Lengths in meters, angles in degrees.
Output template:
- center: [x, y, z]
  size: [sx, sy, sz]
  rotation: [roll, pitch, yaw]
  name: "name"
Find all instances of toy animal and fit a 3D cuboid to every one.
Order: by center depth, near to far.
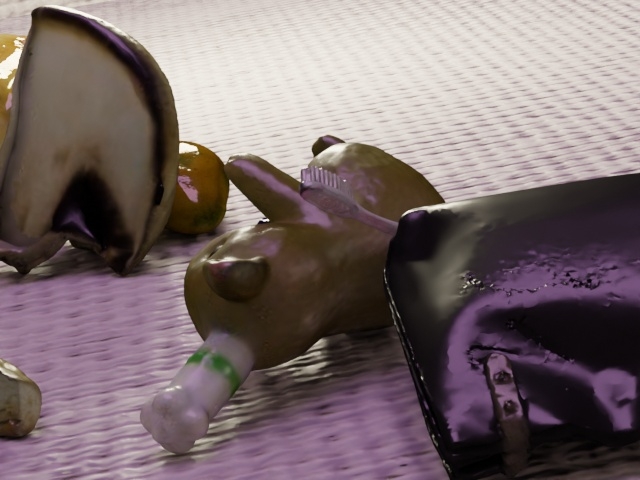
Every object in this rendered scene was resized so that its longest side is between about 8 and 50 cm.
- center: [-0.041, 0.031, 1.478]
  size: [0.363, 0.181, 0.180]
  rotation: [-20, 33, -41]
  name: "toy animal"

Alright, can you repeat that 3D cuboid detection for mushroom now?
- center: [-0.380, 0.114, 1.542]
  size: [0.107, 0.087, 0.333]
  rotation: [-9, 15, -43]
  name: "mushroom"
- center: [-0.240, -0.084, 1.914]
  size: [0.217, 0.292, 0.212]
  rotation: [18, -6, 17]
  name: "mushroom"

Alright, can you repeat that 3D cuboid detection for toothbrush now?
- center: [0.104, 0.003, 1.468]
  size: [0.025, 0.307, 0.029]
  rotation: [-39, 39, 38]
  name: "toothbrush"

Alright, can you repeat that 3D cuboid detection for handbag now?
- center: [0.216, 0.071, 1.304]
  size: [0.342, 0.152, 0.288]
  rotation: [-10, 28, 11]
  name: "handbag"

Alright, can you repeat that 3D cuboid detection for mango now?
- center: [-0.160, -0.058, 1.982]
  size: [0.111, 0.089, 0.163]
  rotation: [-6, 25, 5]
  name: "mango"

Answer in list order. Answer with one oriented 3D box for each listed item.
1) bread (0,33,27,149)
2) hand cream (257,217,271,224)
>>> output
- center: [-0.438, -0.134, 2.188]
  size: [0.270, 0.211, 0.315]
  rotation: [6, 29, 20]
  name: "bread"
- center: [0.000, 0.000, 1.804]
  size: [0.163, 0.039, 0.062]
  rotation: [10, 9, 40]
  name: "hand cream"
